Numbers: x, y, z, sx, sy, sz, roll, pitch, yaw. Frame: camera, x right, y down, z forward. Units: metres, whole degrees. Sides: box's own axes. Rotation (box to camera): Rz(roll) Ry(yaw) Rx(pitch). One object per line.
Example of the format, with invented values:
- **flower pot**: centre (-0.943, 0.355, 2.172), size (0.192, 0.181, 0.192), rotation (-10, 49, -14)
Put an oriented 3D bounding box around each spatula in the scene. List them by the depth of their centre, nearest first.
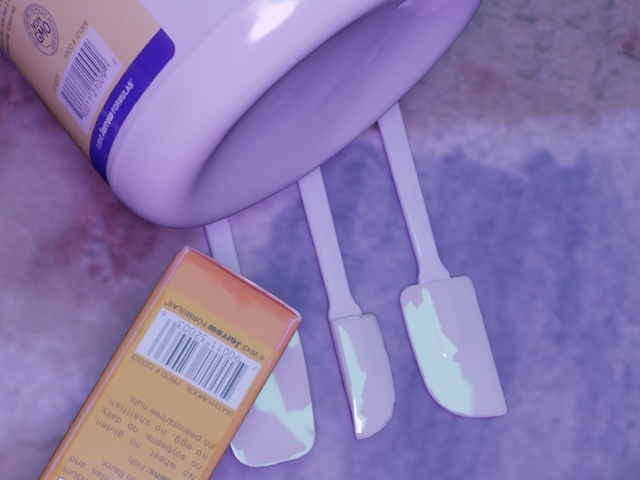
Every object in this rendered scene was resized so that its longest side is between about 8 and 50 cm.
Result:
- **spatula**: centre (0.000, 0.000, 0.960), size (0.168, 0.019, 0.242), rotation (-11, 74, -15)

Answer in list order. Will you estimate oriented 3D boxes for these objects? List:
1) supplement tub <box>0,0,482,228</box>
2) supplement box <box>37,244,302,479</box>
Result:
- **supplement tub**: centre (-0.094, -0.198, 0.884), size (0.241, 0.241, 0.331), rotation (-34, 78, -21)
- **supplement box**: centre (-0.101, 0.122, 0.852), size (0.080, 0.078, 0.233), rotation (33, 74, -1)
